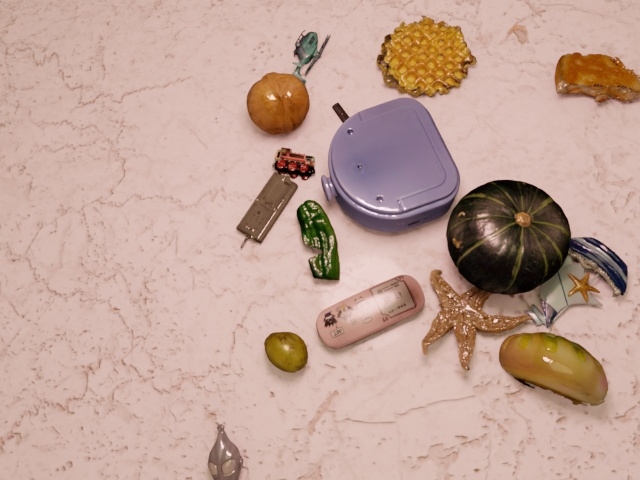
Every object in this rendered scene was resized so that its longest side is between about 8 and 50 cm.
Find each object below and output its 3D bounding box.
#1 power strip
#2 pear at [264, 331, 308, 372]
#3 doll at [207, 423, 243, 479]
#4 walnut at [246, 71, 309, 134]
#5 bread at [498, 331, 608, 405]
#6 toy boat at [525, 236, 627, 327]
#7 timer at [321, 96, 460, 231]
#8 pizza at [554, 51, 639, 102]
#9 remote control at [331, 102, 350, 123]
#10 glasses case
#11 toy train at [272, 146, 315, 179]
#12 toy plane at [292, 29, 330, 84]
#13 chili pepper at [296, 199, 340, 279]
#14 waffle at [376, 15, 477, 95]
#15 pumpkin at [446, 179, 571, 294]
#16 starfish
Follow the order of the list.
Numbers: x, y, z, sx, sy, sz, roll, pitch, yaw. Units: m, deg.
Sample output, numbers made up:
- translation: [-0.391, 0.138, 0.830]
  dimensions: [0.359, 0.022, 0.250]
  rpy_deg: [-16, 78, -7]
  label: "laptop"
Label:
- translation: [-0.171, -0.088, 1.645]
  dimensions: [0.092, 0.034, 0.268]
  rpy_deg: [28, 75, 13]
  label: "power strip"
- translation: [-0.092, 0.301, 1.466]
  dimensions: [0.107, 0.107, 0.131]
  rpy_deg: [-43, 61, -10]
  label: "pear"
- translation: [-0.246, 0.594, 1.395]
  dimensions: [0.102, 0.075, 0.227]
  rpy_deg: [-9, 82, 12]
  label: "doll"
- translation: [-0.130, -0.425, 1.664]
  dimensions: [0.196, 0.222, 0.195]
  rpy_deg: [-1, 93, -11]
  label: "walnut"
- translation: [0.605, 0.311, 1.374]
  dimensions: [0.261, 0.156, 0.158]
  rpy_deg: [22, 76, 11]
  label: "bread"
- translation: [0.695, 0.129, 1.496]
  dimensions: [0.291, 0.067, 0.220]
  rpy_deg: [-45, 72, 1]
  label: "toy boat"
- translation: [0.186, -0.205, 1.582]
  dimensions: [0.395, 0.173, 0.394]
  rpy_deg: [-1, 72, 4]
  label: "timer"
- translation: [0.879, -0.503, 1.682]
  dimensions: [0.297, 0.071, 0.189]
  rpy_deg: [6, 59, 4]
  label: "pizza"
- translation: [0.071, -0.412, 1.748]
  dimensions: [0.034, 0.016, 0.091]
  rpy_deg: [-32, 71, -2]
  label: "remote control"
- translation: [0.138, 0.197, 1.496]
  dimensions: [0.315, 0.075, 0.122]
  rpy_deg: [-23, 73, -3]
  label: "glasses case"
- translation: [-0.079, -0.242, 1.684]
  dimensions: [0.138, 0.050, 0.087]
  rpy_deg: [10, 66, 7]
  label: "toy train"
- translation: [-0.049, -0.625, 1.815]
  dimensions: [0.096, 0.060, 0.235]
  rpy_deg: [26, 70, -1]
  label: "toy plane"
- translation: [-0.002, 0.000, 1.578]
  dimensions: [0.099, 0.083, 0.253]
  rpy_deg: [-16, 75, 1]
  label: "chili pepper"
- translation: [0.337, -0.601, 1.766]
  dimensions: [0.330, 0.062, 0.329]
  rpy_deg: [-2, 72, 5]
  label: "waffle"
- translation: [0.498, -0.010, 1.441]
  dimensions: [0.324, 0.241, 0.323]
  rpy_deg: [2, 58, -3]
  label: "pumpkin"
- translation: [0.400, 0.219, 1.471]
  dimensions: [0.299, 0.060, 0.302]
  rpy_deg: [30, 65, 15]
  label: "starfish"
